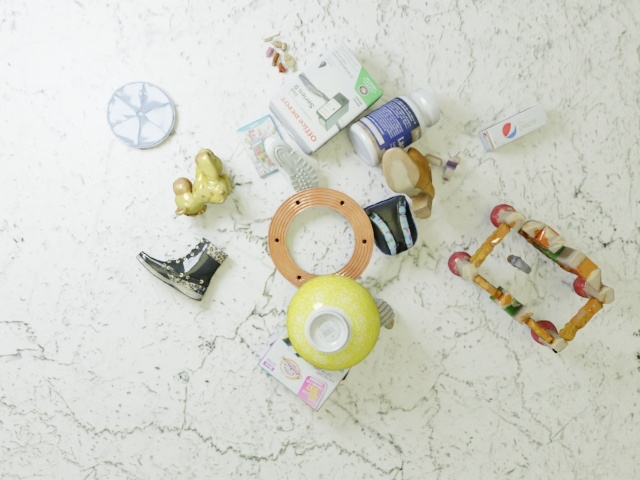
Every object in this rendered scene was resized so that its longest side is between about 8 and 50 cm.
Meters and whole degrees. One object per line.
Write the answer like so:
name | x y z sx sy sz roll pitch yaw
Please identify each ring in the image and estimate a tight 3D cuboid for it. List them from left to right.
ring | 0.000 0.000 1.662 0.336 0.032 0.337 1 101 6

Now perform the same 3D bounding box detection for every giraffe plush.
giraffe plush | -0.363 -0.149 1.576 0.170 0.181 0.210 -25 79 5

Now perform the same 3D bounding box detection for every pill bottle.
pill bottle | 0.233 -0.360 1.660 0.264 0.153 0.153 -33 97 -6

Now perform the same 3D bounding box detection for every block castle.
block castle | 0.681 0.116 1.728 0.453 0.213 0.303 39 98 -2

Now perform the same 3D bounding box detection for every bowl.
bowl | 0.028 0.250 1.529 0.289 0.156 0.290 0 92 8

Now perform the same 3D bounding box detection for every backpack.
backpack | 0.224 -0.044 1.690 0.158 0.117 0.173 -24 95 -7

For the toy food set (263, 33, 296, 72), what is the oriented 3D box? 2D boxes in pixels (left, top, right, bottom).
toy food set | -0.132 -0.581 1.663 0.077 0.019 0.122 -24 103 -7

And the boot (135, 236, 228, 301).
boot | -0.418 0.055 1.613 0.236 0.085 0.179 36 85 -15

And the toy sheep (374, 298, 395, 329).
toy sheep | 0.191 0.235 1.716 0.091 0.091 0.132 -41 92 -5

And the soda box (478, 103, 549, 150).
soda box | 0.646 -0.378 1.766 0.216 0.069 0.074 -26 96 -6

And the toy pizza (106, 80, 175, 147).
toy pizza | -0.543 -0.381 1.600 0.201 0.032 0.201 0 92 -8

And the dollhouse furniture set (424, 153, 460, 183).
dollhouse furniture set | 0.395 -0.245 1.764 0.114 0.091 0.081 23 131 12

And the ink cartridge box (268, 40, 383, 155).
ink cartridge box | 0.013 -0.434 1.638 0.289 0.121 0.211 -41 97 -5

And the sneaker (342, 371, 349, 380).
sneaker | 0.088 0.380 1.709 0.063 0.073 0.162 13 90 -9

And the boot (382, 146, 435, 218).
boot | 0.271 -0.225 1.620 0.104 0.211 0.295 -17 133 25

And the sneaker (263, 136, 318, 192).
sneaker | -0.090 -0.230 1.641 0.090 0.095 0.235 -42 125 -8

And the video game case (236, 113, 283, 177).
video game case | -0.176 -0.299 1.669 0.119 0.015 0.166 -28 96 -7

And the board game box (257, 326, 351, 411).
board game box | -0.008 0.332 1.647 0.242 0.064 0.317 38 96 4
